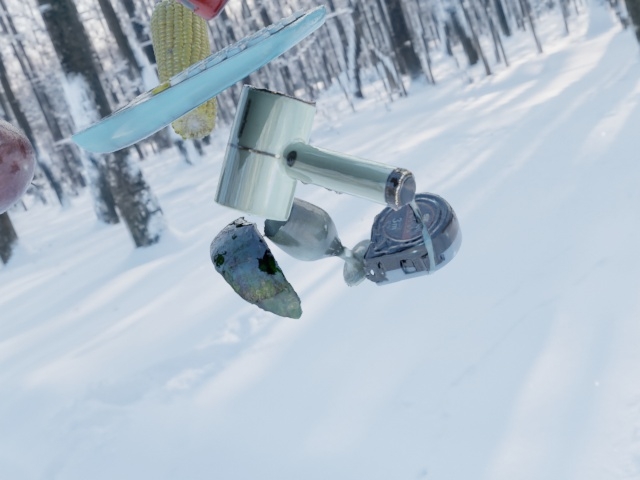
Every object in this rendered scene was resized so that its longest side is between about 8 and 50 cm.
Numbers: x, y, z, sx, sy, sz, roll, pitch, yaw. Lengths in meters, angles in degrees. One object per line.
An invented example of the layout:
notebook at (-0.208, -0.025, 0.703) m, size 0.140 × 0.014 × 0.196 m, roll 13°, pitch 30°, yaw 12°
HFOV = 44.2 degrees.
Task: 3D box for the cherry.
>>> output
cherry at (-0.752, -0.171, 1.691) m, size 0.261 × 0.307 × 0.221 m, roll -8°, pitch 58°, yaw 54°

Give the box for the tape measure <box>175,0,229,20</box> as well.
tape measure at (-0.154, -0.518, 1.329) m, size 0.253 × 0.114 × 0.260 m, roll -39°, pitch 33°, yaw 37°

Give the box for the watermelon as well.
watermelon at (-0.142, 0.045, 1.625) m, size 0.123 × 0.129 × 0.301 m, roll -41°, pitch 46°, yaw 2°

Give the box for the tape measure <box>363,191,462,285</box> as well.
tape measure at (0.185, -0.007, 1.549) m, size 0.181 × 0.107 × 0.182 m, roll -7°, pitch 41°, yaw 24°

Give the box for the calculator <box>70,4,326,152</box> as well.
calculator at (-0.155, -0.230, 1.100) m, size 0.386 × 0.054 × 0.256 m, roll -23°, pitch 17°, yaw 28°

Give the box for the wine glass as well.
wine glass at (0.000, 0.000, 1.692) m, size 0.126 × 0.241 × 0.126 m, roll -40°, pitch 35°, yaw 36°

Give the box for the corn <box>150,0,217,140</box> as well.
corn at (-0.325, -0.424, 1.884) m, size 0.144 × 0.387 × 0.144 m, roll -10°, pitch -28°, yaw -6°

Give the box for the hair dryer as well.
hair dryer at (0.003, -0.108, 1.207) m, size 0.362 × 0.203 × 0.128 m, roll 19°, pitch 8°, yaw 35°
